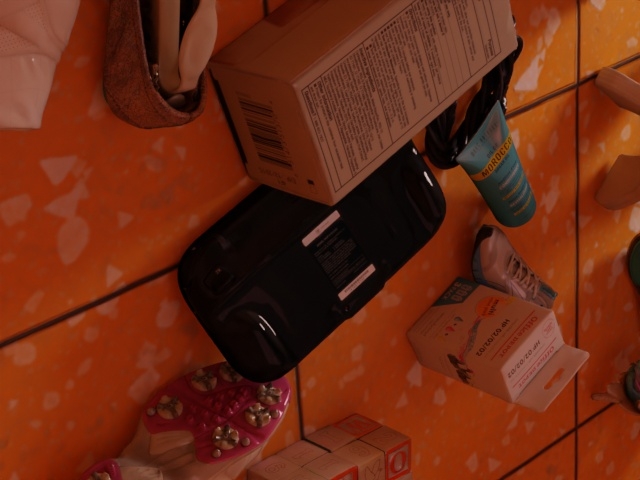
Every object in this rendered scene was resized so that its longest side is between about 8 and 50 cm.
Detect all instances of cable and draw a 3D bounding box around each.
[{"bbox_3d":[0.166,-0.168,1.706,0.150,0.047,0.184,6,111,-59],"label":"cable"}]

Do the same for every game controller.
[{"bbox_3d":[0.000,0.000,1.584,0.319,0.067,0.166,-41,115,-27],"label":"game controller"}]

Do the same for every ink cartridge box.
[{"bbox_3d":[0.204,0.118,1.775,0.104,0.181,0.061,-46,133,-25],"label":"ink cartridge box"}]

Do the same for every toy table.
[{"bbox_3d":[0.472,-0.136,1.952,0.274,0.161,0.252,-50,130,-8],"label":"toy table"}]

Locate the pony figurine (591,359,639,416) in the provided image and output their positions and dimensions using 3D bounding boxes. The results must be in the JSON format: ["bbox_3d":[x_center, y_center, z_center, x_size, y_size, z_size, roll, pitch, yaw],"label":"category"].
[{"bbox_3d":[0.596,0.251,2.137,0.363,0.351,0.302,33,59,-50],"label":"pony figurine"}]

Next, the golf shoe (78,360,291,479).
[{"bbox_3d":[-0.148,0.235,1.530,0.306,0.115,0.140,-39,156,-34],"label":"golf shoe"}]

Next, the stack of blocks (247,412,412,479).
[{"bbox_3d":[-0.031,0.327,1.680,0.297,0.087,0.171,-22,120,-39],"label":"stack of blocks"}]

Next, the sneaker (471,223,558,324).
[{"bbox_3d":[0.240,0.050,1.852,0.190,0.083,0.071,60,45,-42],"label":"sneaker"}]

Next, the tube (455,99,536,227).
[{"bbox_3d":[0.200,-0.080,1.753,0.080,0.052,0.207,-58,151,-11],"label":"tube"}]

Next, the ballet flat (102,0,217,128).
[{"bbox_3d":[-0.129,-0.248,1.340,0.108,0.106,0.316,-19,118,-41],"label":"ballet flat"}]

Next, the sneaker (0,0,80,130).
[{"bbox_3d":[-0.309,-0.164,1.185,0.292,0.108,0.169,13,92,-49],"label":"sneaker"}]

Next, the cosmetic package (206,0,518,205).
[{"bbox_3d":[0.047,-0.186,1.533,0.296,0.129,0.153,-40,129,-28],"label":"cosmetic package"}]

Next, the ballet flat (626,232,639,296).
[{"bbox_3d":[0.465,0.049,2.121,0.067,0.073,0.206,-69,150,-44],"label":"ballet flat"}]
